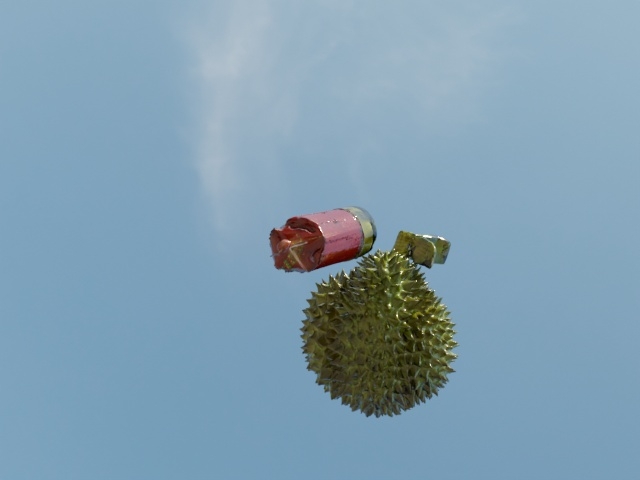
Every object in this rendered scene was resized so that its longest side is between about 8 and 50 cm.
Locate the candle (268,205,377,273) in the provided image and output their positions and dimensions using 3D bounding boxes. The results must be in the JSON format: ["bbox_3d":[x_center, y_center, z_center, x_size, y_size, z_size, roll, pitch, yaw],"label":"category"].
[{"bbox_3d":[0.000,0.000,0.743,0.052,0.130,0.052,6,-79,30],"label":"candle"}]

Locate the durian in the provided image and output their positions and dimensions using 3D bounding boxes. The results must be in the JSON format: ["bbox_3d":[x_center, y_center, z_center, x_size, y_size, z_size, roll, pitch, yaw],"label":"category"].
[{"bbox_3d":[0.058,0.096,0.857,0.198,0.146,0.159,118,-36,-53],"label":"durian"}]
